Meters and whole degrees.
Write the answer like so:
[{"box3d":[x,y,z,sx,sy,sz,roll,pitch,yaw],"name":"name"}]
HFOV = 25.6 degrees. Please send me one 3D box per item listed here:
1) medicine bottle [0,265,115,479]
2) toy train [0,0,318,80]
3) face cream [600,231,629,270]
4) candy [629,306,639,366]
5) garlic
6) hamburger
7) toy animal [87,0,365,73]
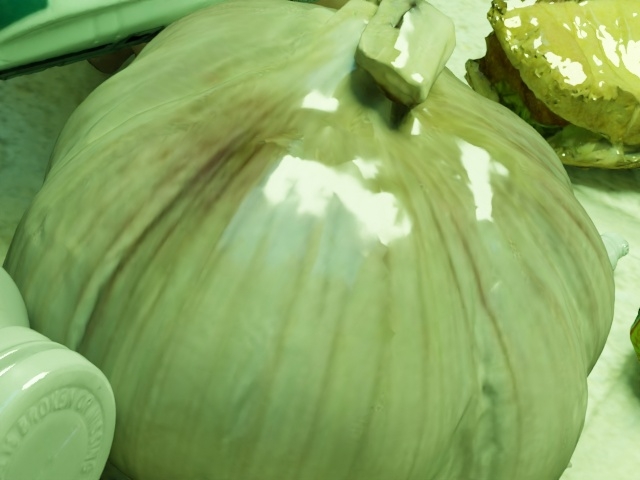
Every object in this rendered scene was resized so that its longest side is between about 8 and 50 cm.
[{"box3d":[-0.200,0.055,0.622,0.215,0.135,0.135,23,40,26],"name":"medicine bottle"},{"box3d":[-0.095,-0.154,0.784,0.406,0.087,0.088,-18,8,-23],"name":"toy train"},{"box3d":[0.149,0.029,0.876,0.034,0.034,0.130,35,45,26],"name":"face cream"},{"box3d":[0.271,0.010,0.905,0.091,0.083,0.305,-13,19,31],"name":"candy"},{"box3d":[-0.002,0.014,0.726,0.321,0.241,0.322,-3,57,4],"name":"garlic"},{"box3d":[0.241,-0.107,1.008,0.261,0.124,0.131,-7,61,-14],"name":"hamburger"},{"box3d":[-0.080,-0.227,0.968,0.237,0.269,0.326,42,7,28],"name":"toy animal"}]
